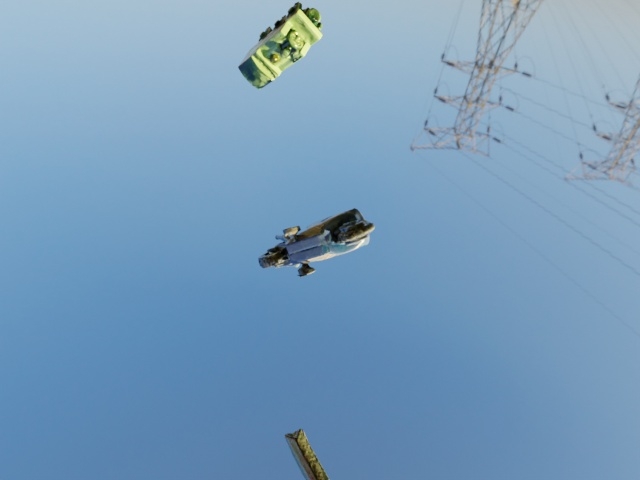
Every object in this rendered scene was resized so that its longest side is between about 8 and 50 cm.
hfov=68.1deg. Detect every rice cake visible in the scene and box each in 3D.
[{"bbox_3d":[-0.002,0.433,0.848,0.033,0.033,0.208,11,-145,-51],"label":"rice cake"}]

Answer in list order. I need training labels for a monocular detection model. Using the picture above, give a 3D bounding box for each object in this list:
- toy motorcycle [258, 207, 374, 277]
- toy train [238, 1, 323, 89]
[{"bbox_3d":[0.000,0.000,0.730,0.205,0.076,0.114,-17,-174,30],"label":"toy motorcycle"},{"bbox_3d":[-0.033,-0.171,0.416,0.033,0.083,0.053,40,-120,-28],"label":"toy train"}]
